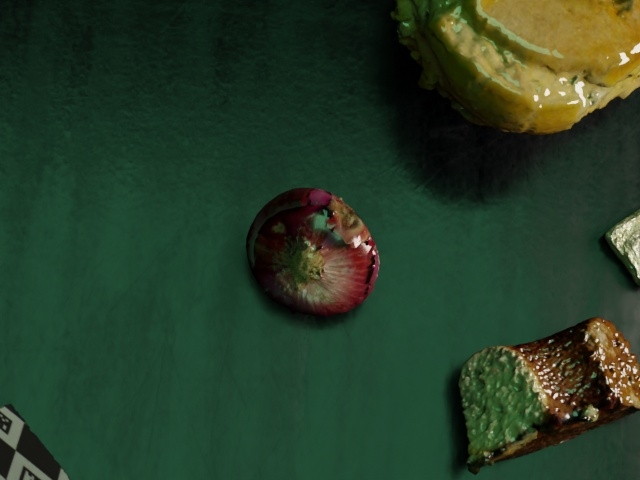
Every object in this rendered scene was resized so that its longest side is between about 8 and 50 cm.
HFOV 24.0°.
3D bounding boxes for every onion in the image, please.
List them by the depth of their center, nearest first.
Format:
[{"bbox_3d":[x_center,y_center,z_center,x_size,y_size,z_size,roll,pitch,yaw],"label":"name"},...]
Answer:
[{"bbox_3d":[0.000,0.000,1.653,0.150,0.140,0.150,8,119,14],"label":"onion"}]

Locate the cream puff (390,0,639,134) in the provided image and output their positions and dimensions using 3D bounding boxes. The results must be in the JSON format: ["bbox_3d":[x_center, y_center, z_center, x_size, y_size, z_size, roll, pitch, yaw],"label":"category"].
[{"bbox_3d":[0.238,-0.257,1.648,0.327,0.231,0.343,16,71,-6],"label":"cream puff"}]

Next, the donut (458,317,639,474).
[{"bbox_3d":[0.245,0.166,1.628,0.186,0.144,0.126,-23,73,23],"label":"donut"}]

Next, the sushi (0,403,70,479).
[{"bbox_3d":[-0.303,0.313,1.495,0.059,0.292,0.294,-43,80,16],"label":"sushi"}]

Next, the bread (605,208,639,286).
[{"bbox_3d":[0.368,0.008,1.703,0.070,0.035,0.083,-29,85,-8],"label":"bread"}]
